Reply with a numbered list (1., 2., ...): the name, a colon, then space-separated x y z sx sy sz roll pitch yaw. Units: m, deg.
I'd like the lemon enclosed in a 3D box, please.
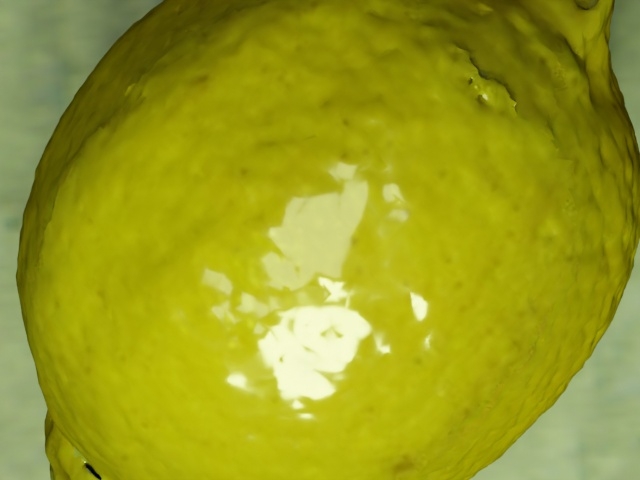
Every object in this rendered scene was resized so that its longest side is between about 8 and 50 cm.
1. lemon: 0.000 0.000 0.499 0.256 0.188 0.188 -42 85 17
